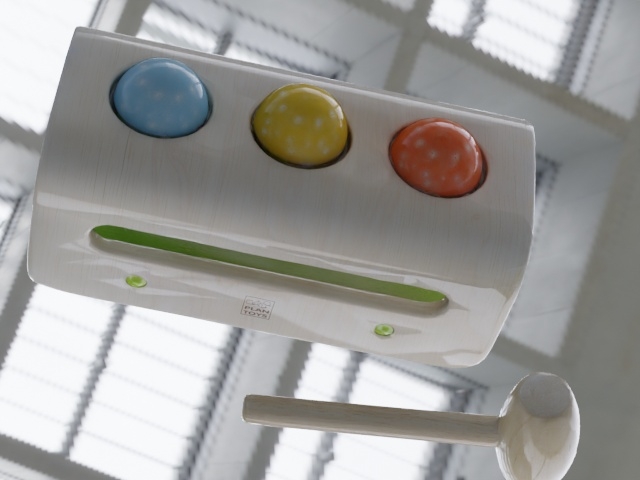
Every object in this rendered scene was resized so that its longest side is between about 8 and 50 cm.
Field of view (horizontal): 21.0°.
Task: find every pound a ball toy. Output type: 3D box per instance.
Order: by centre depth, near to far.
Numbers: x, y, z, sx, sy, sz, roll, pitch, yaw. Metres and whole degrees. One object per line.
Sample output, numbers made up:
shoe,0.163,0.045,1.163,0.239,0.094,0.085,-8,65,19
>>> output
pound a ball toy,0.000,0.000,0.964,0.319,0.136,0.208,12,-132,-5
